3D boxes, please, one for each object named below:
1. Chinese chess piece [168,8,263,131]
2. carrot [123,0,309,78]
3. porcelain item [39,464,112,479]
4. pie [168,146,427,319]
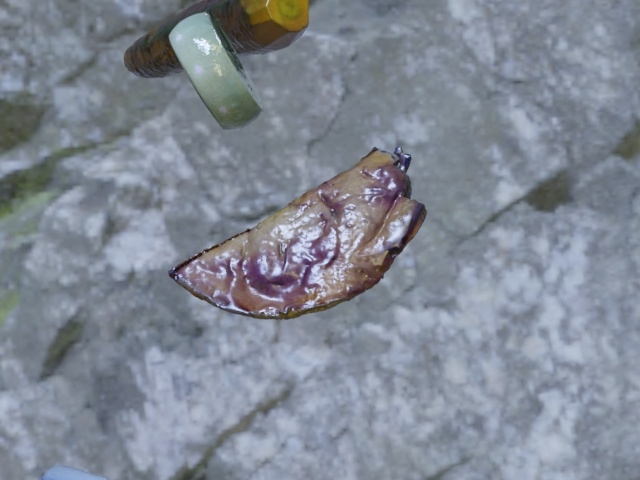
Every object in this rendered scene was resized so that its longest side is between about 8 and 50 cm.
[{"bbox_3d":[-0.069,-0.115,0.818,0.084,0.034,0.084,60,-175,-9],"label":"Chinese chess piece"},{"bbox_3d":[-0.108,-0.187,1.116,0.314,0.066,0.066,-5,91,57],"label":"carrot"},{"bbox_3d":[-0.071,0.172,0.499,0.147,0.147,0.114,-18,47,62],"label":"porcelain item"},{"bbox_3d":[0.000,0.000,0.734,0.092,0.170,0.034,44,159,33],"label":"pie"}]
